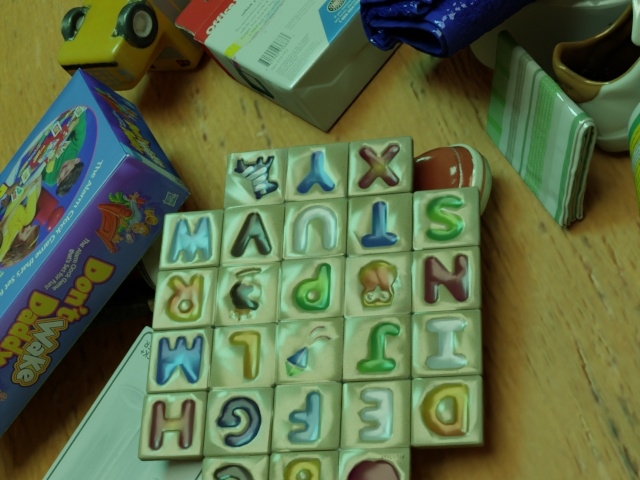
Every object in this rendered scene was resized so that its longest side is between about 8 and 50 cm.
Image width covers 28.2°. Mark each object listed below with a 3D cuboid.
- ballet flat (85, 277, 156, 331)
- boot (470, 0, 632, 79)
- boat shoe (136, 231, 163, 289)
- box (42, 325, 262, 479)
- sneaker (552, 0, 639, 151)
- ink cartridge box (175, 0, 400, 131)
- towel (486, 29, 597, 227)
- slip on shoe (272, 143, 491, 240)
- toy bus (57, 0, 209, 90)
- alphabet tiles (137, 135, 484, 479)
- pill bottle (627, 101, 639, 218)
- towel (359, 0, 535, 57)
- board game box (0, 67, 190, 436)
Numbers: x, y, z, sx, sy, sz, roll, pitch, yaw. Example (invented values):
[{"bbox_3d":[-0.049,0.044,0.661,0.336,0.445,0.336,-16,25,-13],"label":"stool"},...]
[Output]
[{"bbox_3d":[-0.222,0.076,1.306,0.173,0.049,0.057,-16,20,21],"label":"ballet flat"},{"bbox_3d":[0.265,-0.227,1.147,0.258,0.095,0.123,-6,46,27],"label":"boot"},{"bbox_3d":[-0.186,-0.006,1.310,0.070,0.078,0.219,-38,37,9],"label":"boat shoe"},{"bbox_3d":[-0.161,0.238,1.110,0.169,0.087,0.290,21,74,42],"label":"box"},{"bbox_3d":[0.318,-0.170,1.003,0.290,0.123,0.106,-26,39,28],"label":"sneaker"},{"bbox_3d":[-0.038,-0.223,1.350,0.134,0.078,0.231,-50,46,-5],"label":"ink cartridge box"},{"bbox_3d":[0.188,-0.098,1.094,0.023,0.113,0.152,-11,43,-17],"label":"towel"},{"bbox_3d":[0.000,0.000,1.154,0.331,0.101,0.123,-23,48,18],"label":"slip on shoe"},{"bbox_3d":[-0.173,-0.312,1.468,0.108,0.130,0.333,3,62,38],"label":"toy bus"},{"bbox_3d":[-0.007,0.068,1.063,0.285,0.011,0.343,-4,63,13],"label":"alphabet tiles"},{"bbox_3d":[0.297,-0.014,0.942,0.117,0.117,0.208,-18,51,25],"label":"pill bottle"},{"bbox_3d":[0.183,-0.277,1.145,0.308,0.076,0.227,-34,18,-7],"label":"towel"},{"bbox_3d":[-0.292,0.021,1.279,0.347,0.078,0.233,-51,33,9],"label":"board game box"}]
